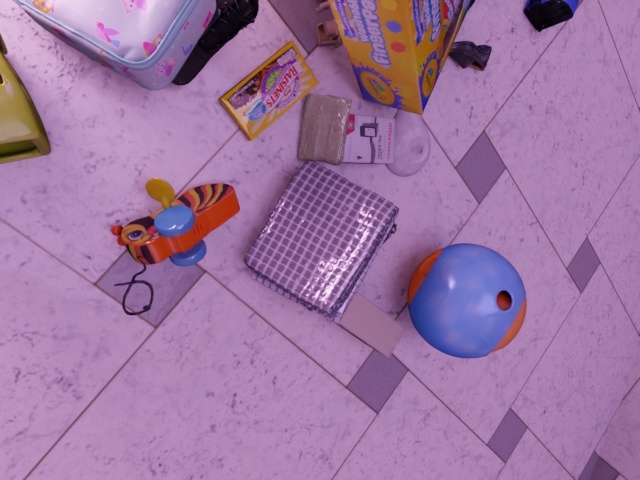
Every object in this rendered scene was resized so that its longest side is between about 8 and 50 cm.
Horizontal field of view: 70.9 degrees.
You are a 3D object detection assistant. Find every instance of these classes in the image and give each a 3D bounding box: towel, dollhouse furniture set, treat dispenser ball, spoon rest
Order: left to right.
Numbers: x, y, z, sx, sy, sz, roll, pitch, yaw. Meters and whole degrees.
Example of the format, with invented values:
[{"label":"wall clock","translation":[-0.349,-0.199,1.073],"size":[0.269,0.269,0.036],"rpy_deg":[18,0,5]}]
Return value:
[{"label":"towel","translation":[0.000,0.000,0.943],"size":[0.235,0.121,0.284],"rpy_deg":[29,81,11]},{"label":"towel","translation":[0.007,-0.243,0.983],"size":[0.027,0.110,0.148],"rpy_deg":[-17,117,-71]},{"label":"dollhouse furniture set","translation":[0.060,-0.492,0.906],"size":[0.101,0.182,0.161],"rpy_deg":[-12,105,-15]},{"label":"spoon rest","translation":[0.235,-0.296,1.122],"size":[0.137,0.084,0.277],"rpy_deg":[2,111,-29]},{"label":"treat dispenser ball","translation":[0.366,0.151,1.140],"size":[0.288,0.288,0.288],"rpy_deg":[-5,101,-29]}]

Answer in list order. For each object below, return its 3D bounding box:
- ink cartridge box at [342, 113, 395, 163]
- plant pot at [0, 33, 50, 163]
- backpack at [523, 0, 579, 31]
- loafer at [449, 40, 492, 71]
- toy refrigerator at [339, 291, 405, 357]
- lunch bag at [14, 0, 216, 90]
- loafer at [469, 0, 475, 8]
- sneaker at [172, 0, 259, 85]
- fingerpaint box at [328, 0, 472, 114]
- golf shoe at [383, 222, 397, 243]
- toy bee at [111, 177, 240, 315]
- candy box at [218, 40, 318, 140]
[{"label":"ink cartridge box","translation":[0.098,-0.235,1.050],"size":[0.150,0.063,0.109],"rpy_deg":[-3,100,-28]},{"label":"plant pot","translation":[-0.527,-0.207,0.613],"size":[0.228,0.227,0.207],"rpy_deg":[-18,101,-26]},{"label":"backpack","translation":[0.654,-0.667,1.261],"size":[0.098,0.120,0.101],"rpy_deg":[26,85,-30]},{"label":"loafer","translation":[0.381,-0.481,1.173],"size":[0.170,0.062,0.061],"rpy_deg":[-5,106,-28]},{"label":"toy refrigerator","translation":[0.078,0.171,1.088],"size":[0.269,0.102,0.094],"rpy_deg":[38,79,-28]},{"label":"lunch bag","translation":[-0.320,-0.394,0.700],"size":[0.279,0.108,0.224],"rpy_deg":[31,86,0]},{"label":"loafer","translation":[0.314,-0.556,1.122],"size":[0.220,0.080,0.078],"rpy_deg":[-49,149,-13]},{"label":"sneaker","translation":[-0.185,-0.401,0.793],"size":[0.286,0.130,0.109],"rpy_deg":[-59,156,8]},{"label":"fingerpaint box","translation":[0.179,-0.521,0.850],"size":[0.371,0.163,0.445],"rpy_deg":[-65,159,-7]},{"label":"golf shoe","translation":[0.102,-0.054,1.078],"size":[0.198,0.077,0.094],"rpy_deg":[41,78,-27]},{"label":"toy bee","translation":[-0.296,-0.023,0.824],"size":[0.298,0.162,0.195],"rpy_deg":[-33,135,-54]},{"label":"candy box","translation":[-0.104,-0.314,0.943],"size":[0.206,0.027,0.105],"rpy_deg":[-45,120,-15]}]
